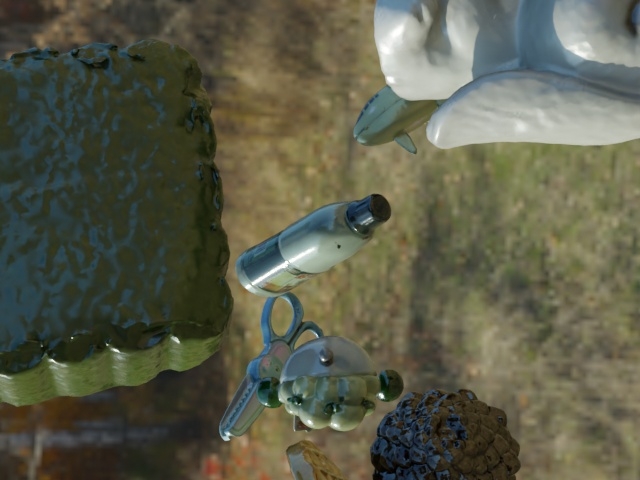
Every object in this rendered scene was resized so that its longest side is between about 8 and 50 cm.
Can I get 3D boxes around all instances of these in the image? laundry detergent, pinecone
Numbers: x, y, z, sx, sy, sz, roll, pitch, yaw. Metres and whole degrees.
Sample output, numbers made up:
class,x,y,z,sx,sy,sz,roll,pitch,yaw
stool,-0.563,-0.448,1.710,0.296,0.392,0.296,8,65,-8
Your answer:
class,x,y,z,sx,sy,sz,roll,pitch,yaw
laundry detergent,0.000,0.000,1.929,0.226,0.099,0.070,-30,64,42
pinecone,0.148,0.283,1.953,0.184,0.179,0.204,-87,3,-47

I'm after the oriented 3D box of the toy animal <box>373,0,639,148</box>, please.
class,x,y,z,sx,sy,sz,roll,pitch,yaw
toy animal,0.207,-0.183,1.335,0.206,0.265,0.271,76,-150,-44

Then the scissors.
class,x,y,z,sx,sy,sz,roll,pitch,yaw
scissors,-0.073,0.186,2.240,0.030,0.125,0.256,-19,27,42

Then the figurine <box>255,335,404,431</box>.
class,x,y,z,sx,sy,sz,roll,pitch,yaw
figurine,0.009,0.143,1.594,0.197,0.147,0.093,72,-166,-83

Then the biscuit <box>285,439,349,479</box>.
class,x,y,z,sx,sy,sz,roll,pitch,yaw
biscuit,0.030,0.330,1.938,0.204,0.040,0.309,53,-178,-8

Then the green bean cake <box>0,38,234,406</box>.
class,x,y,z,sx,sy,sz,roll,pitch,yaw
green bean cake,-0.254,-0.017,1.530,0.218,0.319,0.335,110,153,-71

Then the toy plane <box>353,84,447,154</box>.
class,x,y,z,sx,sy,sz,roll,pitch,yaw
toy plane,0.144,-0.186,1.913,0.092,0.244,0.229,43,166,18
